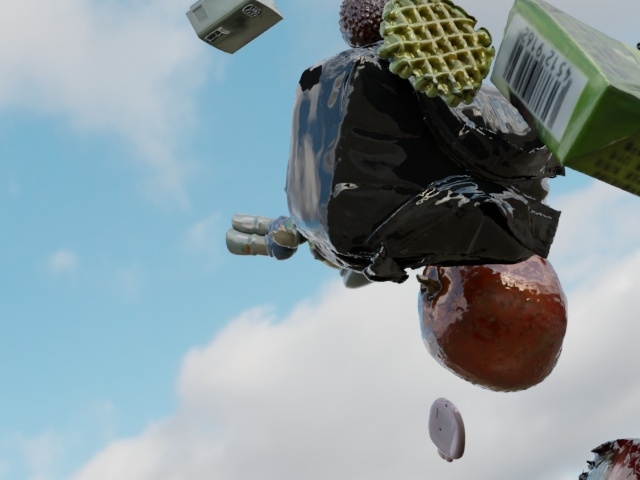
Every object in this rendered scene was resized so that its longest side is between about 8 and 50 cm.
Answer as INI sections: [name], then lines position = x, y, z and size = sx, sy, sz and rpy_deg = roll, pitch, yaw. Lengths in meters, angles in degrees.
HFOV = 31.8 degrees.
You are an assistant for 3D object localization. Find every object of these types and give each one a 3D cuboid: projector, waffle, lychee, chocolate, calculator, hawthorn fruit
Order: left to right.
[projector]
position = -0.139, -0.366, 1.818
size = 0.115, 0.061, 0.147
rpy_deg = -34, -12, 14
[lychee]
position = 0.089, -0.368, 1.871
size = 0.123, 0.129, 0.123
rpy_deg = -22, -3, -1
[waffle]
position = 0.154, -0.264, 1.507
size = 0.169, 0.183, 0.036
rpy_deg = 32, -41, -9
[calculator]
position = 0.259, 0.394, 2.314
size = 0.024, 0.103, 0.166
rpy_deg = -23, -49, -29
[hawthorn fruit]
position = 0.294, 0.122, 1.999
size = 0.299, 0.275, 0.275
rpy_deg = 23, -46, -18
[chocolate]
position = 0.399, -0.175, 1.507
size = 0.288, 0.301, 0.137
rpy_deg = 18, -63, -25

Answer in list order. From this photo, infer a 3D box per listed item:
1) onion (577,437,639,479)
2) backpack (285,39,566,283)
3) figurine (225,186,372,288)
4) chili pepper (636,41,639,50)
[onion]
position = 0.407, 0.382, 1.371
size = 0.195, 0.272, 0.272
rpy_deg = 17, -38, -10
[backpack]
position = 0.179, -0.111, 1.728
size = 0.445, 0.363, 0.255
rpy_deg = 4, 0, -27
[figurine]
position = 0.007, -0.021, 2.258
size = 0.224, 0.381, 0.205
rpy_deg = -55, -41, -35
[chili pepper]
position = 0.795, -0.356, 2.349
size = 0.148, 0.264, 0.116
rpy_deg = -9, -71, -21
